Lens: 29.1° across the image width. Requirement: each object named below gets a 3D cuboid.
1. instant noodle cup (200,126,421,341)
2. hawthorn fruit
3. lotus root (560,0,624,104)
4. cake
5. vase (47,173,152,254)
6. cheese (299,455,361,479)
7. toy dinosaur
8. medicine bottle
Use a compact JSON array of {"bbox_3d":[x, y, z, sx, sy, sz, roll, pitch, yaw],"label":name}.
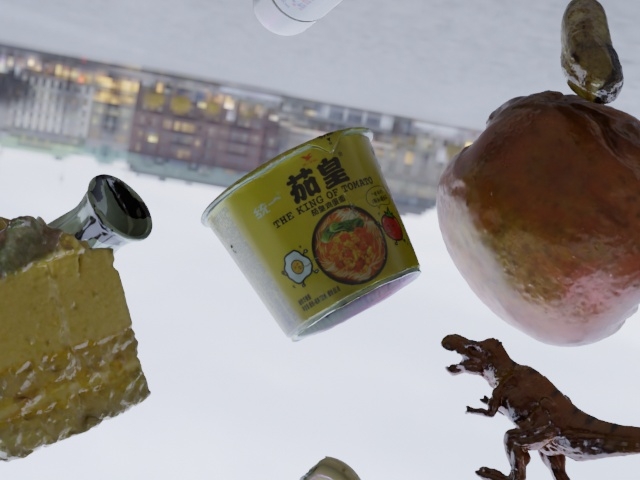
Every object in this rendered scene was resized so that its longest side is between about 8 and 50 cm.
[{"bbox_3d":[0.000,0.000,2.026,0.326,0.254,0.325,-27,171,-5],"label":"instant noodle cup"},{"bbox_3d":[0.442,-0.056,2.211,0.472,0.471,0.472,10,-174,-1],"label":"hawthorn fruit"},{"bbox_3d":[0.454,-0.321,2.089,0.097,0.110,0.258,-13,-137,16],"label":"lotus root"},{"bbox_3d":[-0.380,0.101,1.512,0.227,0.286,0.222,-7,-171,45],"label":"cake"},{"bbox_3d":[-0.405,0.052,1.820,0.165,0.360,0.165,38,-150,-27],"label":"vase"},{"bbox_3d":[0.052,0.549,2.512,0.227,0.137,0.064,53,-149,5],"label":"cheese"},{"bbox_3d":[0.322,0.276,1.704,0.432,0.208,0.097,26,-163,38],"label":"toy dinosaur"},{"bbox_3d":[-0.012,-0.452,2.112,0.130,0.130,0.341,7,165,-24],"label":"medicine bottle"}]
